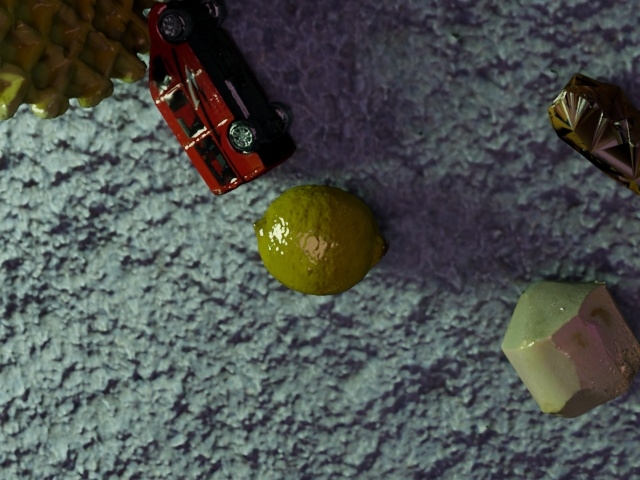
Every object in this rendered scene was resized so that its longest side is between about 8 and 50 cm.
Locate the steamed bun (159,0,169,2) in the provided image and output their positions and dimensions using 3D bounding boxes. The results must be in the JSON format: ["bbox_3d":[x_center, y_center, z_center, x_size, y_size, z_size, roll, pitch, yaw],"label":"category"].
[{"bbox_3d":[-0.085,-0.363,0.989,0.394,0.237,0.347,18,102,0],"label":"steamed bun"}]

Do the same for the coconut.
[{"bbox_3d":[0.229,0.091,1.114,0.116,0.116,0.122,-31,99,21],"label":"coconut"}]

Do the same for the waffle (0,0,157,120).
[{"bbox_3d":[-0.258,-0.246,1.103,0.056,0.250,0.261,-1,109,43],"label":"waffle"}]

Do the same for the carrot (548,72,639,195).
[{"bbox_3d":[0.305,-0.063,1.076,0.228,0.069,0.069,38,112,2],"label":"carrot"}]

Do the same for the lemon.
[{"bbox_3d":[0.000,0.000,1.157,0.133,0.109,0.109,11,108,6],"label":"lemon"}]

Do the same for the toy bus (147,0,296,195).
[{"bbox_3d":[-0.109,-0.146,1.167,0.089,0.081,0.195,-29,96,31],"label":"toy bus"}]
